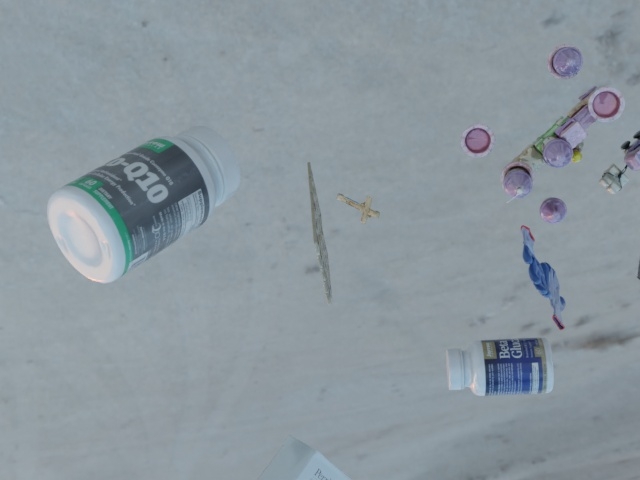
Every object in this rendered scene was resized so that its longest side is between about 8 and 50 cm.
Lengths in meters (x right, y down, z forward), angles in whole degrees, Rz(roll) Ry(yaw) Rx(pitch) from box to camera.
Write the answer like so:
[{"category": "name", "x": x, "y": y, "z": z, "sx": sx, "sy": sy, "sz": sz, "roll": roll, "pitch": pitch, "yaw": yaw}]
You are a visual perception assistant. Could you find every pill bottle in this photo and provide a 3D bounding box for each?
[{"category": "pill bottle", "x": 0.299, "y": 0.213, "z": 1.500, "sx": 0.170, "sy": 0.094, "sz": 0.094, "roll": -3, "pitch": 156, "yaw": 4}, {"category": "pill bottle", "x": -0.341, "y": -0.084, "z": 1.783, "sx": 0.361, "sy": 0.204, "sz": 0.204, "roll": -38, "pitch": 178, "yaw": -41}]

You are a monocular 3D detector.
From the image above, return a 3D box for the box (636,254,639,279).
[{"category": "box", "x": 0.543, "y": 0.045, "z": 1.159, "sx": 0.079, "sy": 0.257, "sz": 0.322, "roll": -47, "pitch": 153, "yaw": -6}]

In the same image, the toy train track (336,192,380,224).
[{"category": "toy train track", "x": 0.063, "y": -0.058, "z": 1.465, "sx": 0.014, "sy": 0.083, "sz": 0.048, "roll": -24, "pitch": 134, "yaw": -52}]

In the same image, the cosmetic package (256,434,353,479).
[{"category": "cosmetic package", "x": 0.013, "y": 0.507, "z": 1.285, "sx": 0.377, "sy": 0.284, "sz": 0.097, "roll": 45, "pitch": 161, "yaw": -23}]

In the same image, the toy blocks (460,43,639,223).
[{"category": "toy blocks", "x": 0.464, "y": -0.175, "z": 1.683, "sx": 0.288, "sy": 0.309, "sz": 0.260, "roll": -43, "pitch": -176, "yaw": 14}]

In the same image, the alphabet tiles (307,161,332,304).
[{"category": "alphabet tiles", "x": 0.000, "y": 0.000, "z": 1.715, "sx": 0.009, "sy": 0.198, "sz": 0.237, "roll": -8, "pitch": 141, "yaw": 3}]

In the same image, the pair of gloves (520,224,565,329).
[{"category": "pair of gloves", "x": 0.422, "y": 0.072, "z": 1.674, "sx": 0.023, "sy": 0.159, "sz": 0.198, "roll": -23, "pitch": 128, "yaw": 23}]
